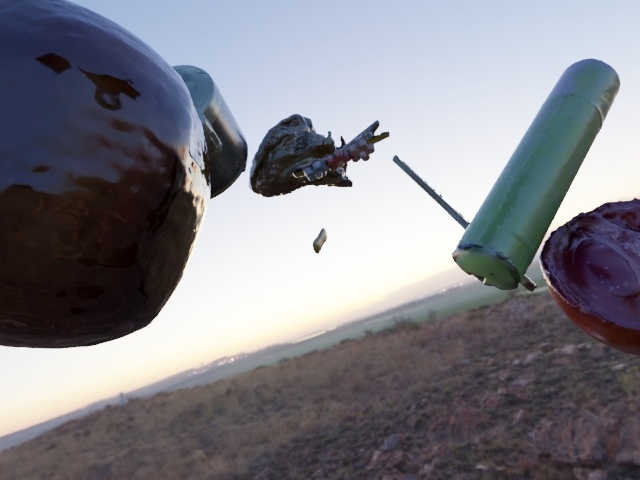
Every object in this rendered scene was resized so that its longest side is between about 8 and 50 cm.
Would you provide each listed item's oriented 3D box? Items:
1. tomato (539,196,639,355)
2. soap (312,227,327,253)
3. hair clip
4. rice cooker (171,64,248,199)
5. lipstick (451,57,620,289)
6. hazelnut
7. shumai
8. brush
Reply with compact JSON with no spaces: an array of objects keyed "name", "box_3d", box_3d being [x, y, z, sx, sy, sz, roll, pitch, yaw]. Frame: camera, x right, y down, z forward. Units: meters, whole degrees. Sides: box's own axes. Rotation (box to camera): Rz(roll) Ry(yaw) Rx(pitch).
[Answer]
[{"name":"tomato","box_3d":[0.329,0.045,0.480,0.189,0.173,0.099,-21,-50,-2]},{"name":"soap","box_3d":[0.000,0.000,1.103,0.012,0.034,0.089,-11,27,26]},{"name":"hair clip","box_3d":[0.046,-0.172,0.966,0.213,0.056,0.062,-31,-25,4]},{"name":"rice cooker","box_3d":[-0.336,-0.254,1.133,0.288,0.289,0.277,-20,-34,4]},{"name":"lipstick","box_3d":[0.246,-0.079,0.522,0.304,0.076,0.076,-53,3,-21]},{"name":"hazelnut","box_3d":[-0.326,-0.086,0.550,0.352,0.422,0.420,-6,2,43]},{"name":"shumai","box_3d":[-0.041,-0.212,1.425,0.314,0.262,0.267,-45,-28,-29]},{"name":"brush","box_3d":[0.233,-0.041,0.803,0.020,0.337,0.085,-47,-30,15]}]
